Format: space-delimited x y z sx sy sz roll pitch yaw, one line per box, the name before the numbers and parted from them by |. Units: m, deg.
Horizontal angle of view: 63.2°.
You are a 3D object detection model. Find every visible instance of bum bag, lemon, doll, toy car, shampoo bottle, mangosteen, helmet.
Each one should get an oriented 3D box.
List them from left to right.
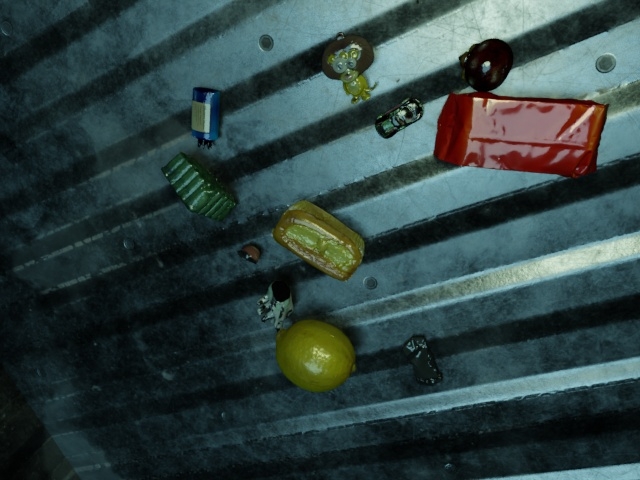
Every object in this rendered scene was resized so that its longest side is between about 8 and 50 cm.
shampoo bottle | -0.354 -0.373 1.601 0.087 0.050 0.183 12 116 8
helmet | -0.235 0.041 1.750 0.084 0.049 0.065 19 155 37
lemon | -0.017 0.383 1.736 0.263 0.235 0.236 34 124 37
doll | 0.089 -0.468 1.408 0.145 0.096 0.188 -32 111 34
toy car | 0.218 -0.338 1.445 0.142 0.055 0.069 -28 106 27
bum bag | 0.341 0.412 1.743 0.087 0.049 0.198 -20 106 18
mangosteen | 0.410 -0.445 1.311 0.140 0.140 0.140 6 115 14

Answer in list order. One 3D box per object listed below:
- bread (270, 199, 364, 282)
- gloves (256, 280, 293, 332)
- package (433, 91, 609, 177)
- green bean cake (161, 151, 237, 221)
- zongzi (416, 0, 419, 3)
bread | 0.000 0.000 1.626 0.288 0.119 0.153 33 122 0
gloves | -0.145 0.225 1.776 0.127 0.111 0.212 41 154 17
package | 0.514 -0.277 1.347 0.423 0.123 0.196 9 113 11
green bean cake | -0.382 -0.173 1.656 0.107 0.193 0.208 -45 71 10
zongzi | 0.249 -0.711 1.266 0.178 0.081 0.189 -36 105 16
